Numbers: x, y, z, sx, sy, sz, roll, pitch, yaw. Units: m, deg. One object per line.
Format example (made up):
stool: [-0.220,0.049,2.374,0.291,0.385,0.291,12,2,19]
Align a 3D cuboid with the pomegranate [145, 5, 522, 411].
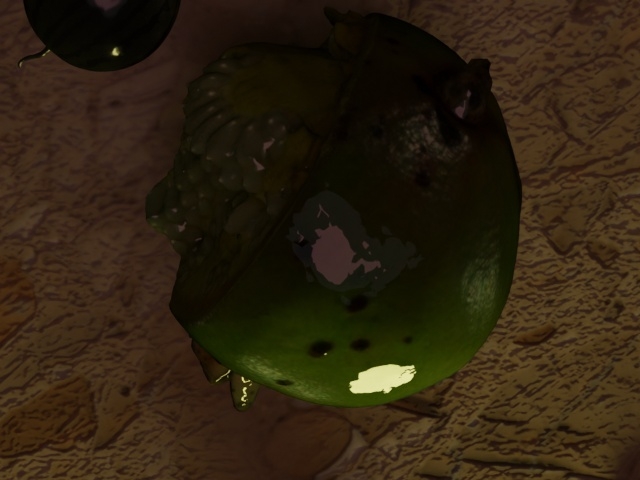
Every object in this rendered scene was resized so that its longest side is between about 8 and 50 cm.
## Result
pomegranate: [0.000,0.000,0.788,0.260,0.260,0.341,19,139,-13]

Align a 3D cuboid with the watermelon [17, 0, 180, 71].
watermelon: [-0.154,-0.158,0.772,0.133,0.105,0.105,-42,110,14]
